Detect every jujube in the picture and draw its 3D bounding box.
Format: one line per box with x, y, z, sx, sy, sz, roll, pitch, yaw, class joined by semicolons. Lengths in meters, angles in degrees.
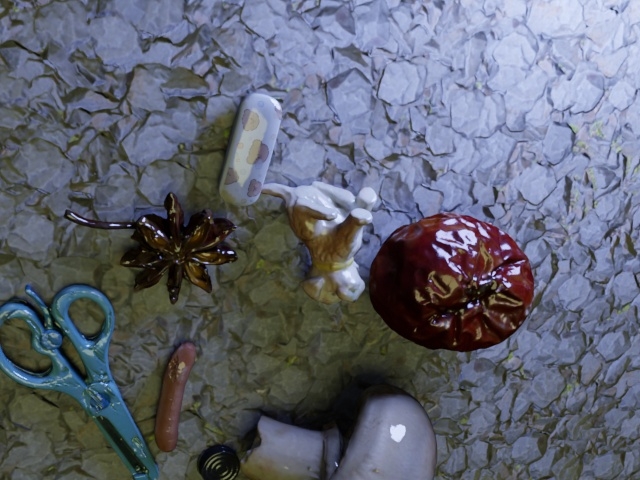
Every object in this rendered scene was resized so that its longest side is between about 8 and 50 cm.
0.197;0.061;1.298;0.232;0.213;0.213;17;104;-28;jujube

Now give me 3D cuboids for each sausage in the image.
-0.228;0.244;1.312;0.043;0.043;0.186;7;108;-20;sausage

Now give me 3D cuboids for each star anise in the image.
-0.219;-0.008;1.192;0.177;0.073;0.234;-31;133;5;star anise

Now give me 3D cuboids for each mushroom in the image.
0.030;0.347;1.341;0.290;0.292;0.293;23;104;5;mushroom

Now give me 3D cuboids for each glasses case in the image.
-0.101;-0.129;1.206;0.063;0.041;0.164;13;105;-19;glasses case

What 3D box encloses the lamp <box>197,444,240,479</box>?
-0.137;0.527;1.393;0.130;0.108;0.371;0;103;-19;lamp

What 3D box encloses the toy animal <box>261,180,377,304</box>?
-0.013;0.006;1.278;0.183;0.104;0.185;13;129;12;toy animal

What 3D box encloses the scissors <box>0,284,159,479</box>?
-0.345;0.230;1.272;0.180;0.032;0.393;-26;116;-6;scissors
